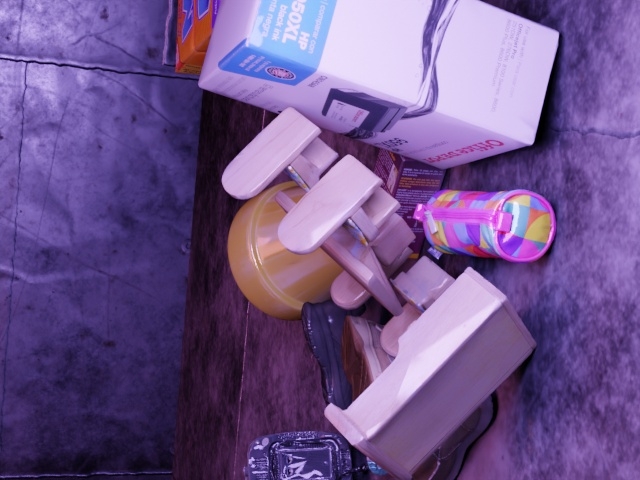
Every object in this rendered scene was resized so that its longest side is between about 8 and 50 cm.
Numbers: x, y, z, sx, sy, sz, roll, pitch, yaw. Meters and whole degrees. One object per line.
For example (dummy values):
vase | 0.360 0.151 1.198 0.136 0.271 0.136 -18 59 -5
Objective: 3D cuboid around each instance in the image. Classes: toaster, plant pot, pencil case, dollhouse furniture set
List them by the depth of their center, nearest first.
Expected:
pencil case | 0.219 -0.022 1.438 0.236 0.104 0.104 -176 89 -69
dollhouse furniture set | 0.051 0.088 1.442 0.256 0.362 0.394 -45 52 -3
plant pot | 0.000 0.000 1.901 0.239 0.254 0.254 -22 65 52
toaster | -0.028 0.431 1.973 0.146 0.227 0.129 92 173 -65

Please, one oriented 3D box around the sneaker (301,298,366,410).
sneaker | 0.057 0.229 1.878 0.109 0.130 0.286 -121 15 -68

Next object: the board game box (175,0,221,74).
board game box | -0.044 -0.489 1.877 0.356 0.356 0.356 168 104 -71

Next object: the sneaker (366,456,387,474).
sneaker | 0.109 0.313 1.804 0.076 0.065 0.166 -139 55 -87

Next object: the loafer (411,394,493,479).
loafer | 0.168 0.286 1.566 0.251 0.087 0.094 111 154 -43

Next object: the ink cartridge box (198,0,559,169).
ink cartridge box | 0.069 -0.239 1.415 0.285 0.395 0.166 172 113 -72

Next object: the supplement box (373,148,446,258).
supplement box | 0.133 -0.076 1.729 0.104 0.081 0.188 -112 30 -52

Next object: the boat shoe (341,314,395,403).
boat shoe | 0.107 0.216 1.661 0.341 0.110 0.121 -103 20 -64
